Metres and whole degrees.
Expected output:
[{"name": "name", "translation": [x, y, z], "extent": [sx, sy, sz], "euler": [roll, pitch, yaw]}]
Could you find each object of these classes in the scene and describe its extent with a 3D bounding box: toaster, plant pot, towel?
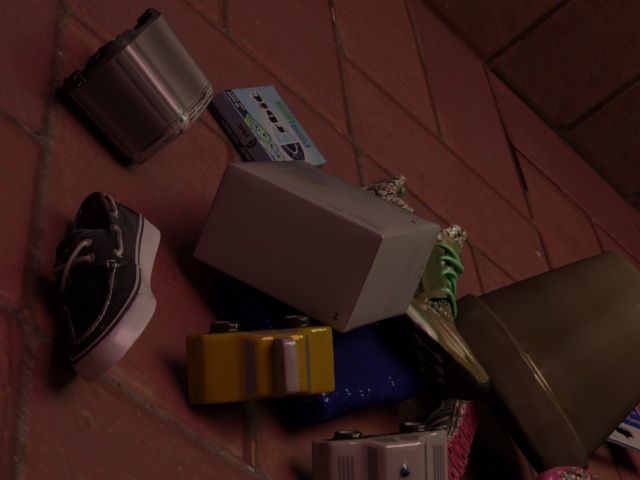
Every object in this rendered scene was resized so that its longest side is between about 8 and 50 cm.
[{"name": "toaster", "translation": [-0.232, -0.198, 1.874], "extent": [0.146, 0.129, 0.227], "euler": [50, 21, -12]}, {"name": "plant pot", "translation": [0.376, 0.170, 2.172], "extent": [0.323, 0.280, 0.323], "euler": [58, -2, 3]}, {"name": "towel", "translation": [-0.004, 0.139, 1.898], "extent": [0.227, 0.076, 0.308], "euler": [51, 21, 17]}]

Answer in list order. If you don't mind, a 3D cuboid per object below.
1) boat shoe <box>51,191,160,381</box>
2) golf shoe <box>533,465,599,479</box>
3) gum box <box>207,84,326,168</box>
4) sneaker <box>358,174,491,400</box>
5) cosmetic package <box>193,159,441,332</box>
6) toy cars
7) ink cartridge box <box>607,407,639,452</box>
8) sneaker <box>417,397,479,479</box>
[{"name": "boat shoe", "translation": [-0.238, 0.037, 1.538], "extent": [0.102, 0.108, 0.301], "euler": [44, 21, -21]}, {"name": "golf shoe", "translation": [0.366, 0.407, 2.018], "extent": [0.306, 0.140, 0.115], "euler": [35, 41, -39]}, {"name": "gum box", "translation": [-0.081, -0.164, 2.232], "extent": [0.157, 0.041, 0.184], "euler": [55, 23, 7]}, {"name": "sneaker", "translation": [0.147, 0.043, 2.060], "extent": [0.410, 0.182, 0.158], "euler": [55, -14, 30]}, {"name": "cosmetic package", "translation": [0.000, 0.000, 1.835], "extent": [0.224, 0.138, 0.225], "euler": [26, 14, 19]}, {"name": "toy cars", "translation": [0.017, 0.208, 1.685], "extent": [0.394, 0.176, 0.087], "euler": [43, -20, -22]}, {"name": "ink cartridge box", "translation": [0.484, 0.269, 2.654], "extent": [0.303, 0.072, 0.307], "euler": [25, 37, -50]}, {"name": "sneaker", "translation": [0.166, 0.284, 2.021], "extent": [0.063, 0.075, 0.170], "euler": [60, 39, -31]}]
